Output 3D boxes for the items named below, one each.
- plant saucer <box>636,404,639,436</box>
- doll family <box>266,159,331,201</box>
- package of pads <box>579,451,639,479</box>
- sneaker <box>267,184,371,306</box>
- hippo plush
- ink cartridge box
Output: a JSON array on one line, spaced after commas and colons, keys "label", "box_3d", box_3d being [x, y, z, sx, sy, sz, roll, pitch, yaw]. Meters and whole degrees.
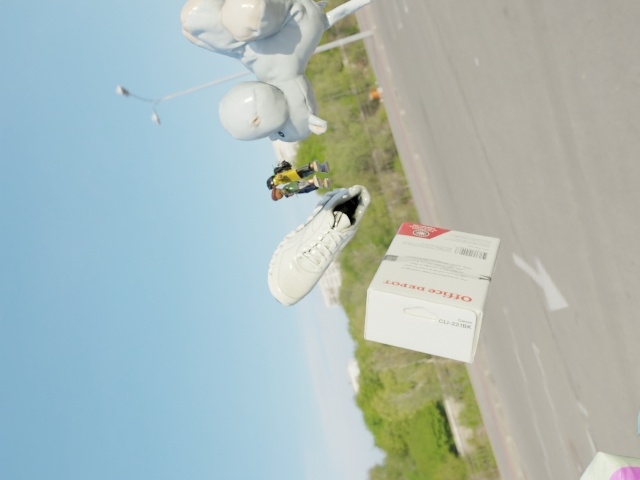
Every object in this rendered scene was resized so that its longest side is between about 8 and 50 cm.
[{"label": "plant saucer", "box_3d": [0.532, 0.215, 1.057, 0.037, 0.195, 0.195, 51, 174, 28]}, {"label": "doll family", "box_3d": [-0.046, -0.113, 1.337, 0.193, 0.111, 0.076, -1, -106, -76]}, {"label": "package of pads", "box_3d": [0.492, 0.414, 0.896, 0.296, 0.229, 0.101, -106, 35, -59]}, {"label": "sneaker", "box_3d": [0.000, 0.000, 1.409, 0.110, 0.292, 0.118, 39, 158, -13]}, {"label": "hippo plush", "box_3d": [-0.095, -0.282, 1.195, 0.234, 0.294, 0.236, 12, 109, 46]}, {"label": "ink cartridge box", "box_3d": [0.210, 0.086, 1.312, 0.273, 0.197, 0.114, -53, -30, -57]}]
